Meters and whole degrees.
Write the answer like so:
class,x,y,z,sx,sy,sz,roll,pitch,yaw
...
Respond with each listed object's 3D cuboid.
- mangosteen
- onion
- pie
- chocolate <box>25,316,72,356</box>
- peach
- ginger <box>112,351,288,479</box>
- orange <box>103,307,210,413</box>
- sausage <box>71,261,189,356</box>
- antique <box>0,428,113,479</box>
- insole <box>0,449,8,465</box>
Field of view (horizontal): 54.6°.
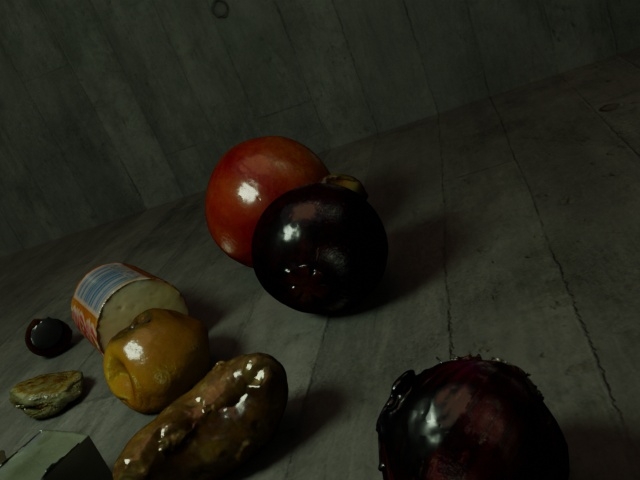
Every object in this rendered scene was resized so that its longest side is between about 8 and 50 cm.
class,x,y,z,sx,sy,sz,roll,pitch,yaw
mangosteen,0.000,0.000,1.403,0.307,0.306,0.346,-16,30,18
onion,0.171,0.242,0.710,0.221,0.280,0.281,33,50,24
pie,-0.657,0.365,1.505,0.163,0.078,0.194,-29,20,-39
chocolate,-0.790,0.276,1.809,0.127,0.124,0.133,-29,-11,-14
peach,-0.124,-0.095,1.713,0.389,0.388,0.388,-20,21,8
ginger,-0.185,0.321,1.042,0.321,0.172,0.165,-37,62,-20
orange,-0.352,0.241,1.348,0.249,0.183,0.249,-20,22,9
sausage,-0.487,0.182,1.568,0.233,0.233,0.287,-33,23,-27
antique,-0.457,0.426,1.047,0.147,0.147,0.152,-7,25,34
insole,-0.696,0.487,1.345,0.045,0.002,0.135,-32,23,-26
